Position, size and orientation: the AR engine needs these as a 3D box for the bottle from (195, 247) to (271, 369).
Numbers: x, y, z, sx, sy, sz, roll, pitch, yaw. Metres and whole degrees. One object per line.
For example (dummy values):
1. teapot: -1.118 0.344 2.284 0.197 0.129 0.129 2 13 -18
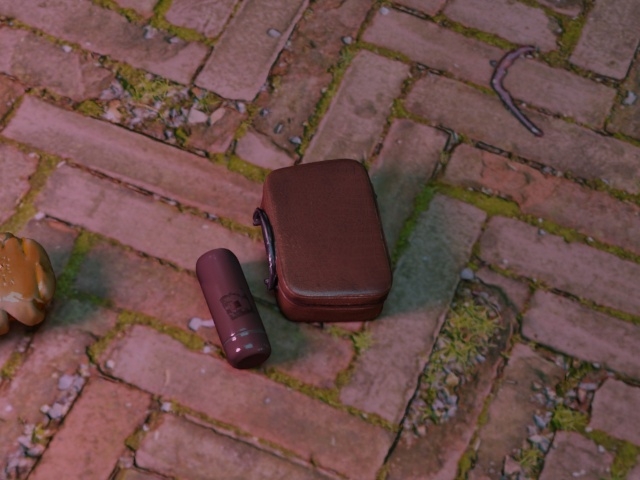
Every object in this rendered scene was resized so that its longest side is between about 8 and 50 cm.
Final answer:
1. bottle: -0.101 0.078 1.690 0.053 0.053 0.140 -14 63 -17

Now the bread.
1. bread: -0.383 0.057 1.638 0.177 0.084 0.119 -11 63 -16

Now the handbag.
1. handbag: 0.000 0.000 1.744 0.151 0.072 0.193 -3 61 -11
